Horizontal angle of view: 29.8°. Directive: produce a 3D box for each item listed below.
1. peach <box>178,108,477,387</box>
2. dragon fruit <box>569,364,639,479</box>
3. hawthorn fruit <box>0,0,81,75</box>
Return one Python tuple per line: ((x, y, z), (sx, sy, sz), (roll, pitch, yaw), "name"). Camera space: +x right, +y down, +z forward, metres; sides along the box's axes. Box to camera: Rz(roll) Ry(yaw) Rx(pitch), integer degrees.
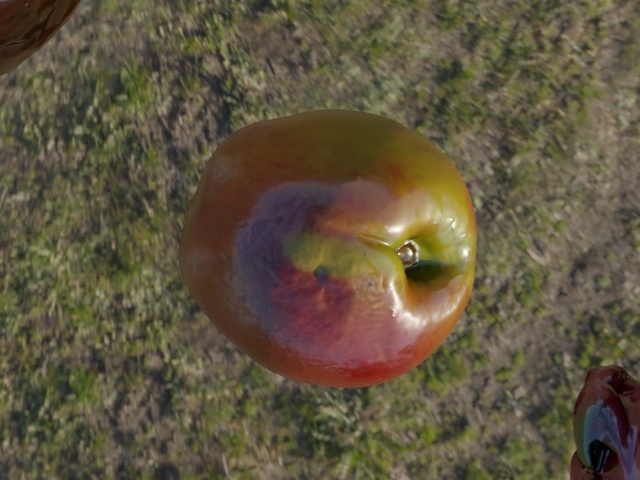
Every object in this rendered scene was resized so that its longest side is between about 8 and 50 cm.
((0.000, 0.000, 1.244), (0.307, 0.332, 0.308), (-13, 112, -36), "peach")
((0.254, 0.144, 0.812), (0.218, 0.198, 0.273), (-12, 91, -40), "dragon fruit")
((-0.171, -0.158, 0.526), (0.179, 0.173, 0.173), (-38, 114, 0), "hawthorn fruit")
